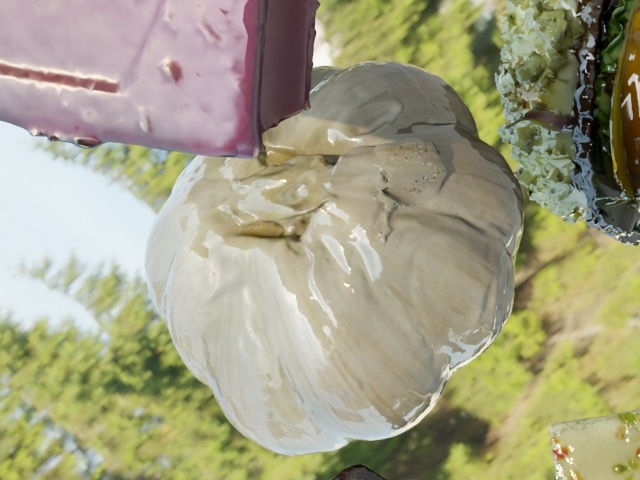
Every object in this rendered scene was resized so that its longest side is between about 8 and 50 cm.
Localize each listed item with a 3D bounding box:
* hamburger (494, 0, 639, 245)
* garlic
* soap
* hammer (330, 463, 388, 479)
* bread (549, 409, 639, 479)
[{"bbox_3d":[0.212,-0.115,0.914,0.138,0.243,0.261,13,169,37],"label":"hamburger"},{"bbox_3d":[0.003,0.000,0.751,0.152,0.228,0.228,34,-157,-47],"label":"garlic"},{"bbox_3d":[-0.080,-0.168,0.520,0.162,0.250,0.099,9,-159,15],"label":"soap"},{"bbox_3d":[0.117,0.251,0.747,0.242,0.095,0.409,27,166,19],"label":"hammer"},{"bbox_3d":[0.253,0.161,1.042,0.028,0.153,0.068,24,-123,-79],"label":"bread"}]
